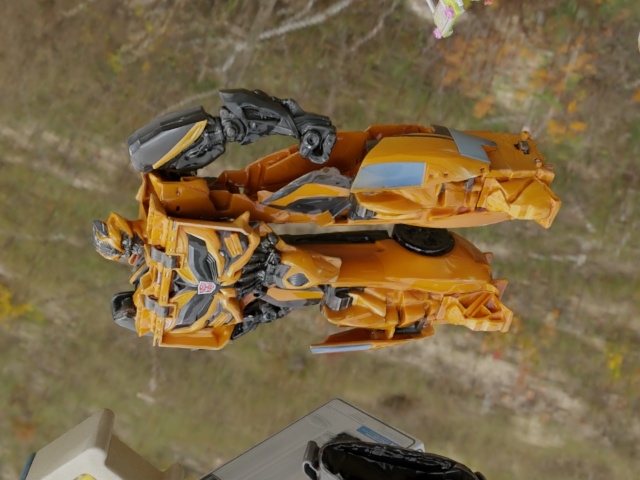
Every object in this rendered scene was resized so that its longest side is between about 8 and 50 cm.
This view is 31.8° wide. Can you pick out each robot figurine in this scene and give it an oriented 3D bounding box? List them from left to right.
[{"bbox_3d":[0.000,0.000,0.735,0.291,0.085,0.211,-3,131,-19],"label":"robot figurine"}]

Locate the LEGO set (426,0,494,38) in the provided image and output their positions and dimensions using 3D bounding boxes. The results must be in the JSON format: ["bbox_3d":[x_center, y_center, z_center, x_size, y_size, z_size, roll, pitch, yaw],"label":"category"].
[{"bbox_3d":[0.149,-0.270,1.148,0.132,0.107,0.287,-27,173,15],"label":"LEGO set"}]

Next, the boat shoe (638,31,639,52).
[{"bbox_3d":[0.336,-0.132,0.976,0.089,0.285,0.104,-13,-169,-22],"label":"boat shoe"}]

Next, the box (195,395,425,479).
[{"bbox_3d":[-0.033,0.304,1.283,0.169,0.290,0.087,22,131,50],"label":"box"}]

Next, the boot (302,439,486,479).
[{"bbox_3d":[0.093,0.253,0.921,0.263,0.091,0.229,14,142,-5],"label":"boot"}]

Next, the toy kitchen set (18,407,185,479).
[{"bbox_3d":[-0.112,0.225,0.601,0.122,0.207,0.166,-41,111,17],"label":"toy kitchen set"}]
